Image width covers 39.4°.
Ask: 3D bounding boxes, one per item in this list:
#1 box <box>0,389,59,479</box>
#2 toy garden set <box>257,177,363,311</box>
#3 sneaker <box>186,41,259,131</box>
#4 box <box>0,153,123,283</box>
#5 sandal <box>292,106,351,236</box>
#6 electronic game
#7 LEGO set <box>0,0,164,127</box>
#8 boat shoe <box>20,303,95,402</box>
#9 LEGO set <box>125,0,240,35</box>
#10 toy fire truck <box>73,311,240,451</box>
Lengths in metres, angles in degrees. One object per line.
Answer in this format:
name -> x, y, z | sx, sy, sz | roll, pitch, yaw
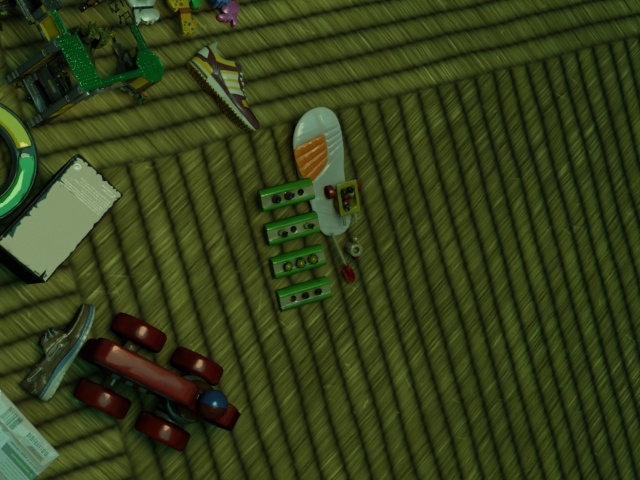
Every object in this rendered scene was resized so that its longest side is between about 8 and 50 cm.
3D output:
box -> -0.516, 0.340, 1.355 | 0.186, 0.038, 0.145 | -44, 106, -25
toy garden set -> 0.000, 0.000, 1.730 | 0.203, 0.049, 0.245 | -15, 106, -19
sneaker -> -0.166, -0.292, 1.702 | 0.084, 0.069, 0.185 | -45, 105, -14
box -> -0.441, -0.027, 1.458 | 0.103, 0.261, 0.184 | 45, 71, -15
sandal -> -0.005, -0.136, 1.769 | 0.101, 0.076, 0.265 | -17, 115, -15
electronic game -> -0.597, -0.135, 1.513 | 0.229, 0.048, 0.230 | 2, 86, -24
LEGO set -> -0.453, -0.350, 1.552 | 0.331, 0.192, 0.255 | 59, 38, -13
boat shoe -> -0.454, 0.185, 1.546 | 0.066, 0.066, 0.183 | 30, 75, -18
LEGO set -> -0.239, -0.426, 1.669 | 0.227, 0.087, 0.093 | -10, 90, -23
toy fire truck -> -0.268, 0.250, 1.522 | 0.302, 0.254, 0.169 | 33, 75, -19
